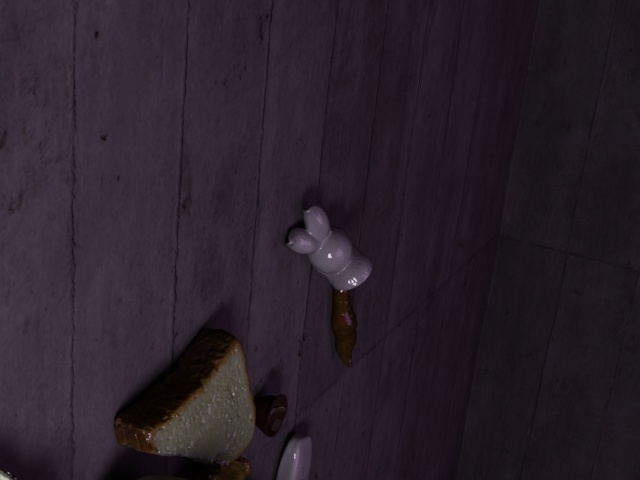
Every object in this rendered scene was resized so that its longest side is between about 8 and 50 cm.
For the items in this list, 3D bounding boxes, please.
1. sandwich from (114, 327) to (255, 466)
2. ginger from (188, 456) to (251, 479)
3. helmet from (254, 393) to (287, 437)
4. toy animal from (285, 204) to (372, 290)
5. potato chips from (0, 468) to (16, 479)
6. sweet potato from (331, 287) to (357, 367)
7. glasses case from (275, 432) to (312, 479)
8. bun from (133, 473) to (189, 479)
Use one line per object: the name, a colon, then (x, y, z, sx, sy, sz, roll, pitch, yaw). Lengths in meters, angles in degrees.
sandwich: (-0.222, 0.323, 1.661, 0.288, 0.099, 0.254, -45, 143, -49)
ginger: (-0.203, 0.471, 1.793, 0.157, 0.102, 0.216, -47, 171, 19)
helmet: (-0.112, 0.348, 1.972, 0.089, 0.057, 0.111, -57, 156, -28)
toy animal: (0.000, 0.003, 1.990, 0.104, 0.131, 0.221, -42, 125, 4)
potato chips: (-0.448, 0.477, 1.187, 0.358, 0.070, 0.429, -54, 129, -24)
sweet potato: (0.055, 0.183, 2.233, 0.067, 0.067, 0.274, -47, 143, -46)
glasses case: (-0.066, 0.552, 2.196, 0.092, 0.059, 0.233, -11, 115, -66)
bun: (-0.212, 0.534, 1.560, 0.227, 0.352, 0.349, -37, 176, -39)
